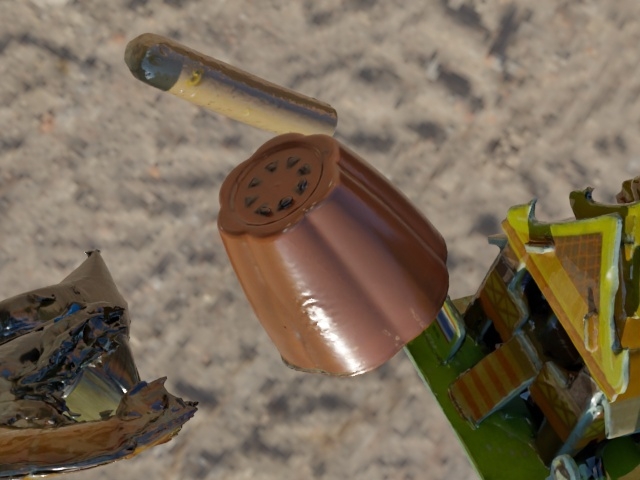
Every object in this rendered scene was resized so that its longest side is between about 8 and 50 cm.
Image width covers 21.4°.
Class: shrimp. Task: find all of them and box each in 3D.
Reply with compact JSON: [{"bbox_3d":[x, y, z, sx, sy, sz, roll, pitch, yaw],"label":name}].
[{"bbox_3d":[-0.183,0.111,1.286,0.290,0.222,0.054,-47,131,-60],"label":"shrimp"}]

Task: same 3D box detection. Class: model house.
[{"bbox_3d":[0.270,0.107,1.516,0.242,0.358,0.313,-12,148,-24],"label":"model house"}]

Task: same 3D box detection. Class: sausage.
[{"bbox_3d":[-0.104,-0.175,1.992,0.301,0.066,0.066,21,103,-39],"label":"sausage"}]

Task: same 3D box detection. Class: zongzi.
[{"bbox_3d":[-0.295,0.069,1.866,0.112,0.242,0.221,-23,146,21],"label":"zongzi"}]

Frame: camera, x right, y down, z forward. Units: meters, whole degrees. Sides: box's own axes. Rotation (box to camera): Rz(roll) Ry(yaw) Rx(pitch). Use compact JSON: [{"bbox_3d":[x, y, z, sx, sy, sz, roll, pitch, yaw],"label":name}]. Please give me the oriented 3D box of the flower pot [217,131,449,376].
[{"bbox_3d":[0.000,0.000,1.535,0.190,0.190,0.173,-47,129,-13],"label":"flower pot"}]
